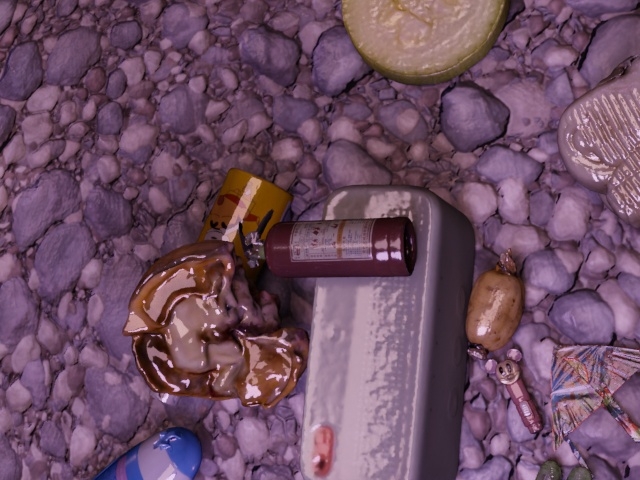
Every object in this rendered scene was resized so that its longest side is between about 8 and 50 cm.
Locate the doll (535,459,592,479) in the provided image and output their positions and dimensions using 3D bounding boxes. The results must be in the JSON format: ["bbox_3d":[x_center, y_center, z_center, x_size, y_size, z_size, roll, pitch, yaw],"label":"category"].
[{"bbox_3d":[0.284,0.347,1.137,0.115,0.077,0.150,8,72,21],"label":"doll"}]

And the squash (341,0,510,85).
[{"bbox_3d":[0.150,-0.349,1.350,0.252,0.049,0.252,-4,77,19],"label":"squash"}]

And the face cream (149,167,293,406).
[{"bbox_3d":[-0.155,0.072,1.336,0.105,0.105,0.348,23,87,23],"label":"face cream"}]

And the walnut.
[{"bbox_3d":[-0.137,0.118,1.220,0.204,0.141,0.238,-38,94,10],"label":"walnut"}]

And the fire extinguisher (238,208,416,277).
[{"bbox_3d":[0.000,0.000,1.122,0.231,0.071,0.099,0,50,21],"label":"fire extinguisher"}]

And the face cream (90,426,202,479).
[{"bbox_3d":[-0.271,0.360,1.306,0.264,0.083,0.149,-41,32,11],"label":"face cream"}]

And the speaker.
[{"bbox_3d":[0.084,0.132,1.193,0.183,0.184,0.406,2,78,20],"label":"speaker"}]

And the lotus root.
[{"bbox_3d":[0.232,0.084,1.213,0.072,0.063,0.151,15,86,-6],"label":"lotus root"}]

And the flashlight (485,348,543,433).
[{"bbox_3d":[0.256,0.197,1.198,0.052,0.031,0.110,-28,70,12],"label":"flashlight"}]

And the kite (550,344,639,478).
[{"bbox_3d":[0.352,0.193,1.176,0.183,0.010,0.160,-45,64,8],"label":"kite"}]

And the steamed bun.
[{"bbox_3d":[0.428,-0.129,1.153,0.218,0.144,0.211,-42,79,36],"label":"steamed bun"}]
